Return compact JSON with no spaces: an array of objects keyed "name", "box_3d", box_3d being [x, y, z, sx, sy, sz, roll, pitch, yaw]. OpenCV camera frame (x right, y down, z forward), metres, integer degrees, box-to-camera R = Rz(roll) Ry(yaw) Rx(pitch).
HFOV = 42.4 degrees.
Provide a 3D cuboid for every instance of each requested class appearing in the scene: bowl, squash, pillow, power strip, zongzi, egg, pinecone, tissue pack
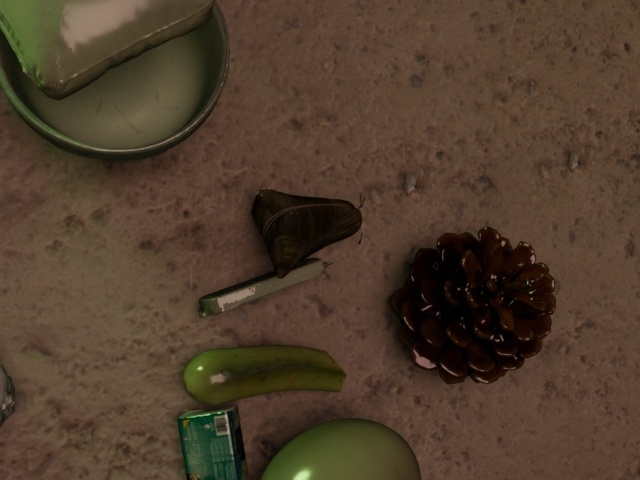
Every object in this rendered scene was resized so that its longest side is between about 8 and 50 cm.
[{"name":"bowl","box_3d":[-0.288,-0.244,1.152,0.307,0.163,0.307,3,75,-13]},{"name":"squash","box_3d":[-0.086,0.202,1.256,0.250,0.083,0.083,0,86,-23]},{"name":"pillow","box_3d":[-0.314,-0.360,1.029,0.255,0.120,0.322,-32,85,-17]},{"name":"power strip","box_3d":[-0.082,0.067,1.264,0.227,0.080,0.029,-19,94,-21]},{"name":"zongzi","box_3d":[0.000,0.000,1.254,0.187,0.184,0.084,3,128,-22]},{"name":"egg","box_3d":[0.025,0.378,1.204,0.269,0.219,0.219,-24,94,-21]},{"name":"pinecone","box_3d":[0.253,0.093,1.301,0.264,0.264,0.264,2,85,-20]},{"name":"tissue pack","box_3d":[-0.156,0.304,1.225,0.085,0.079,0.111,-10,89,11]}]

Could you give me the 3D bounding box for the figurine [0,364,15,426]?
[{"name":"figurine","box_3d":[-0.494,0.198,1.082,0.184,0.128,0.208,13,73,-16]}]
